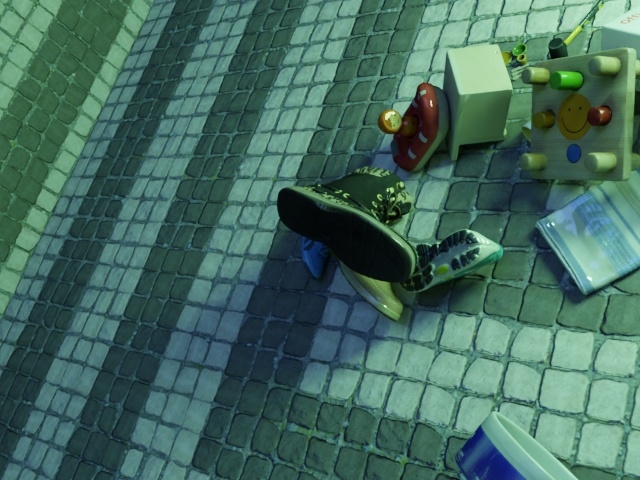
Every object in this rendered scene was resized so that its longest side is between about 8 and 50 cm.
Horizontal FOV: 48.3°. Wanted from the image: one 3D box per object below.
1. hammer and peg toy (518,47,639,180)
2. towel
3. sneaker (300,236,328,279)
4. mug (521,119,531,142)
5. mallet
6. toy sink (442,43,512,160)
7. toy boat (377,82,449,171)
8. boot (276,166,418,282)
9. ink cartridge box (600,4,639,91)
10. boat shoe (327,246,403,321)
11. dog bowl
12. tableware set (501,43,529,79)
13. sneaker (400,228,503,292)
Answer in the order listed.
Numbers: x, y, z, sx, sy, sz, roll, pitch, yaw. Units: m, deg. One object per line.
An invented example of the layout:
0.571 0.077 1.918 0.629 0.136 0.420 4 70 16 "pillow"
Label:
0.550 -0.238 1.412 0.361 0.127 0.266 14 106 62 "hammer and peg toy"
0.601 -0.038 1.440 0.285 0.034 0.209 -34 49 16 "towel"
0.000 0.000 1.849 0.082 0.069 0.209 -15 56 25 "sneaker"
0.500 -0.263 1.635 0.064 0.062 0.078 -41 53 -1 "mug"
0.616 -0.496 1.709 0.189 0.062 0.039 -43 46 -12 "mallet"
0.369 -0.322 1.701 0.131 0.234 0.153 -6 55 0 "toy sink"
0.212 -0.283 1.746 0.231 0.151 0.151 121 150 -49 "toy boat"
0.120 -0.054 1.651 0.377 0.284 0.138 26 123 33 "boot"
0.745 -0.374 1.402 0.223 0.129 0.307 -30 40 -21 "ink cartridge box"
0.112 0.051 1.695 0.110 0.121 0.341 -43 45 9 "boat shoe"
0.356 0.416 1.193 0.104 0.265 0.265 -49 46 5 "dog bowl"
0.449 -0.437 1.801 0.154 0.024 0.104 -18 54 29 "tableware set"
0.280 0.056 1.581 0.275 0.110 0.107 -22 65 49 "sneaker"
